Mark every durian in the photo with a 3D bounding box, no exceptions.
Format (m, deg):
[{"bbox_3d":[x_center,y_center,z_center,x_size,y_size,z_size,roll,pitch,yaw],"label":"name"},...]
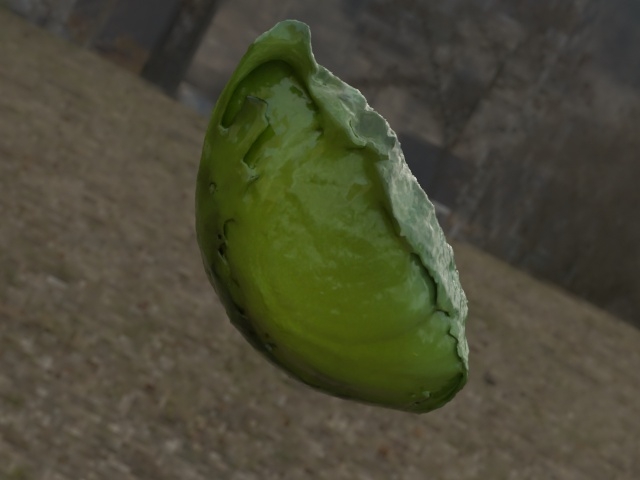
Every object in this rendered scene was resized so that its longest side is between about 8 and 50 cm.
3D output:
[{"bbox_3d":[0.000,0.000,0.987,0.250,0.139,0.101,57,1,-17],"label":"durian"}]
